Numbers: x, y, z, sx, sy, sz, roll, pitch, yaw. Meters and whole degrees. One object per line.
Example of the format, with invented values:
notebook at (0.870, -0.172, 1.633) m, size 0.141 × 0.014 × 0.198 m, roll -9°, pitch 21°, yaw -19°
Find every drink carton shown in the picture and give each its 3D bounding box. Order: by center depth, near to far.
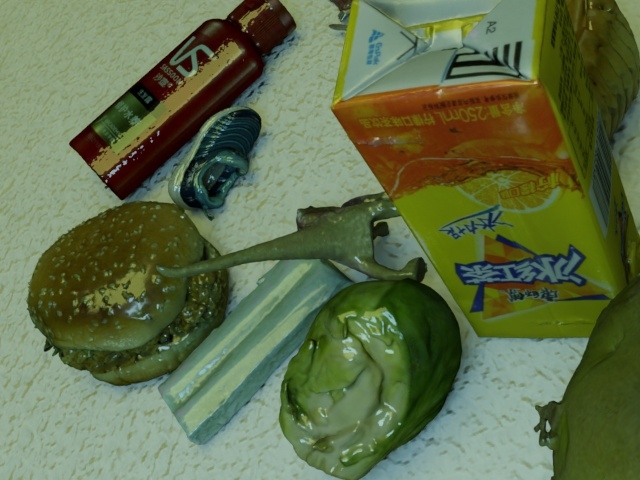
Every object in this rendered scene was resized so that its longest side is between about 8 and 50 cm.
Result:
drink carton at (0.147, -0.045, 0.788) m, size 0.155 × 0.351 × 0.111 m, roll -3°, pitch 58°, yaw 27°

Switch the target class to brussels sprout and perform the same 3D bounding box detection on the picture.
brussels sprout at (0.047, 0.115, 0.876) m, size 0.131 × 0.145 × 0.183 m, roll 28°, pitch 113°, yaw 14°

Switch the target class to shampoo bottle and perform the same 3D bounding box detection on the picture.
shampoo bottle at (-0.167, -0.187, 1.239) m, size 0.314 × 0.076 × 0.118 m, roll -43°, pitch 46°, yaw -4°

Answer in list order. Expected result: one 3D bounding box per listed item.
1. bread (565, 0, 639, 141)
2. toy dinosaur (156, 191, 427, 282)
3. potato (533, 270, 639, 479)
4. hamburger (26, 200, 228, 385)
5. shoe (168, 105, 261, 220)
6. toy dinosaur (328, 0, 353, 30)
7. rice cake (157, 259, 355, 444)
bread at (0.186, -0.145, 0.981) m, size 0.227 × 0.142 × 0.253 m, roll 19°, pitch 72°, yaw 35°
toy dinosaur at (0.001, 0.004, 0.948) m, size 0.200 × 0.072 × 0.251 m, roll -1°, pitch 23°, yaw 27°
potato at (0.326, 0.154, 0.643) m, size 0.359 × 0.219 × 0.269 m, roll 22°, pitch 64°, yaw 35°
hamburger at (-0.200, 0.045, 1.066) m, size 0.215 × 0.122 × 0.189 m, roll -13°, pitch 51°, yaw 17°
shoe at (-0.113, -0.092, 1.154) m, size 0.071 × 0.064 × 0.143 m, roll 26°, pitch 75°, yaw 39°
toy dinosaur at (0.078, -0.282, 1.205) m, size 0.108 × 0.032 × 0.220 m, roll -51°, pitch 40°, yaw -7°
rice cake at (-0.067, 0.100, 1.008) m, size 0.226 × 0.040 × 0.085 m, roll -46°, pitch 50°, yaw -7°
